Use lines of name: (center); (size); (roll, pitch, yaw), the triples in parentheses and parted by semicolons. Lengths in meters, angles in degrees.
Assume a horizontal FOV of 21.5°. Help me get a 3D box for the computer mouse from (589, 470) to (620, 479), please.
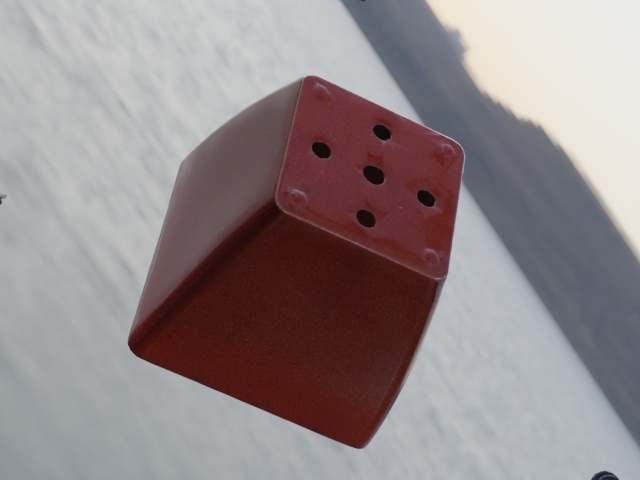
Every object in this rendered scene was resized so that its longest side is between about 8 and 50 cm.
computer mouse: (0.201, 0.201, 0.965); (0.193, 0.042, 0.106); (42, 20, -58)

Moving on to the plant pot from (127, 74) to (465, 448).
plant pot: (0.000, 0.000, 1.653); (0.267, 0.236, 0.267); (24, 49, -14)

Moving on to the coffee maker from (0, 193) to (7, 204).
coffee maker: (-0.263, -0.058, 0.959); (0.171, 0.120, 0.178); (-73, 168, -55)
